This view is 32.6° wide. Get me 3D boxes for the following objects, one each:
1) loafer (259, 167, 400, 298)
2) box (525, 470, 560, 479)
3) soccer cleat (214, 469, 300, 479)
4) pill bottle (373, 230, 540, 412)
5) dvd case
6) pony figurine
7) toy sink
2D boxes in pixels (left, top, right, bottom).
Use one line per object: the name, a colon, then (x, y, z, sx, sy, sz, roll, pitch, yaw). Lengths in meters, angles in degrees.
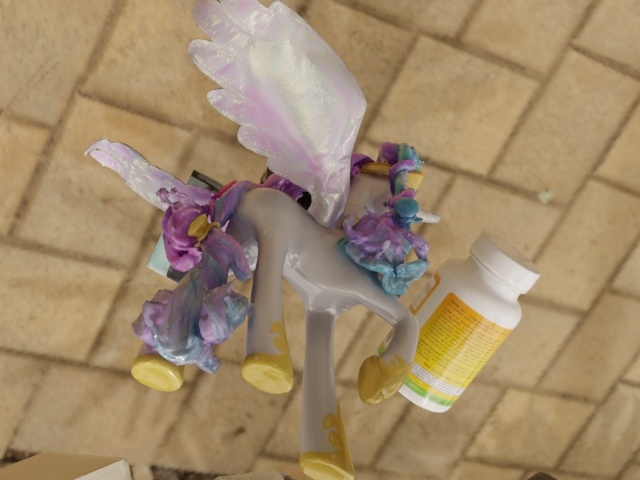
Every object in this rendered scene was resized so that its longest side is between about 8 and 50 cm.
loafer: (0.000, 0.000, 1.162, 0.078, 0.080, 0.220, -18, 126, 36)
box: (0.138, 0.385, 0.828, 0.294, 0.183, 0.296, -24, 106, -20)
soccer cleat: (-0.090, 0.412, 1.652, 0.143, 0.116, 0.331, 6, 153, 6)
pill bottle: (0.198, 0.112, 1.553, 0.136, 0.136, 0.245, 26, 108, -33)
dvd case: (-0.125, -0.005, 1.174, 0.087, 0.013, 0.119, 29, 98, 6)
pony figurine: (-0.042, -0.008, 1.014, 0.351, 0.363, 0.303, 33, 137, -19)
toy sink: (-0.317, 0.392, 1.339, 0.131, 0.153, 0.234, -15, 99, -53)
